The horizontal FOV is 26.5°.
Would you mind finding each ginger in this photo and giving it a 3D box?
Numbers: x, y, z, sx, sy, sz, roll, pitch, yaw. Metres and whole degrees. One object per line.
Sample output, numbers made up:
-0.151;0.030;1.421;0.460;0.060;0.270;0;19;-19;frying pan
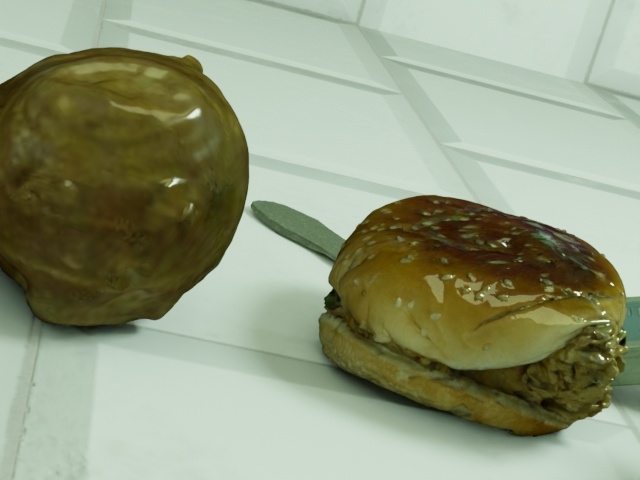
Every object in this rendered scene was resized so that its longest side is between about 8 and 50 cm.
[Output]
-0.148;-0.050;1.078;0.223;0.200;0.269;28;21;37;ginger

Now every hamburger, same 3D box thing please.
0.127;0.058;1.112;0.243;0.146;0.286;-2;26;-28;hamburger

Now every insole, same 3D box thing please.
0.000;0.000;1.366;0.063;0.010;0.192;-3;27;-44;insole

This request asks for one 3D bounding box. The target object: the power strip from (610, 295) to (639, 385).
0.352;0.083;1.195;0.272;0.052;0.078;-3;40;8;power strip
